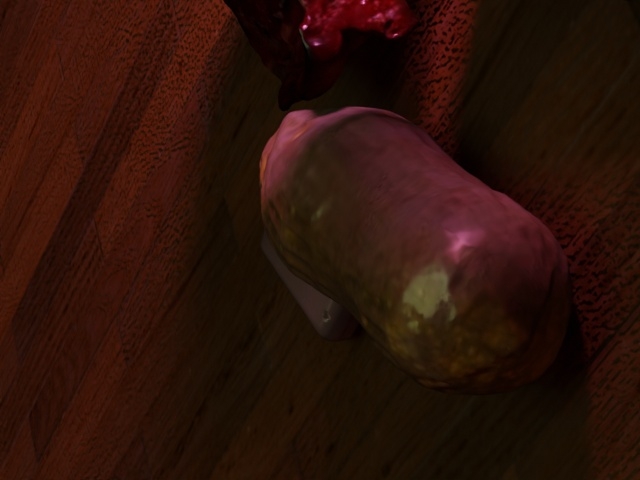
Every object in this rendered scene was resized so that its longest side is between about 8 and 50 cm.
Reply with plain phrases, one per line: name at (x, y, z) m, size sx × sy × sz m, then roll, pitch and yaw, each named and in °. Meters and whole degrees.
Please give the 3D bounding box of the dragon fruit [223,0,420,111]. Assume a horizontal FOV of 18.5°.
dragon fruit at (0.010, -0.252, 1.423) m, size 0.329 × 0.228 × 0.286 m, roll 58°, pitch 172°, yaw 22°

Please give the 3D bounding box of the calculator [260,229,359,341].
calculator at (0.000, 0.000, 1.449) m, size 0.175 × 0.032 × 0.100 m, roll 54°, pitch 133°, yaw 52°

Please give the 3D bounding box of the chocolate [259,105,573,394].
chocolate at (0.055, 0.001, 1.244) m, size 0.309 × 0.134 × 0.134 m, roll 40°, pitch 121°, yaw 53°
